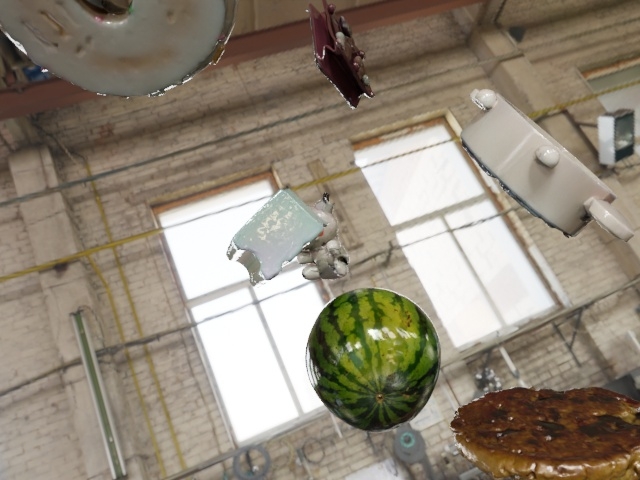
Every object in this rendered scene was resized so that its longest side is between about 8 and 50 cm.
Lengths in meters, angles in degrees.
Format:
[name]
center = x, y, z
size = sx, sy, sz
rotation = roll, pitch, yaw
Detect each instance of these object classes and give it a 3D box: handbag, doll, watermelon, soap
[handbag]
center = 0.052, -0.449, 1.341
size = 0.074, 0.216, 0.203
rotation = -22, -36, 22
[doll]
center = 0.000, 0.000, 1.244
size = 0.149, 0.192, 0.095
rotation = -19, 8, 43
[watermelon]
center = 0.110, 0.240, 1.169
size = 0.285, 0.285, 0.285
rotation = -22, -22, -9
[soap]
center = -0.075, -0.004, 0.888
size = 0.145, 0.091, 0.230
rotation = -44, 3, -16

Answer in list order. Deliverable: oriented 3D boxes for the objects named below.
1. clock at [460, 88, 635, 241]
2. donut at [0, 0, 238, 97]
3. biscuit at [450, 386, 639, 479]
[clock]
center = 0.206, -0.072, 0.546
size = 0.155, 0.229, 0.063
rotation = 15, -57, -44
[donut]
center = -0.308, -0.395, 0.824
size = 0.382, 0.142, 0.383
rotation = -5, -46, -5
[biscuit]
center = 0.371, 0.310, 0.883
size = 0.333, 0.081, 0.289
rotation = -5, 4, -19
